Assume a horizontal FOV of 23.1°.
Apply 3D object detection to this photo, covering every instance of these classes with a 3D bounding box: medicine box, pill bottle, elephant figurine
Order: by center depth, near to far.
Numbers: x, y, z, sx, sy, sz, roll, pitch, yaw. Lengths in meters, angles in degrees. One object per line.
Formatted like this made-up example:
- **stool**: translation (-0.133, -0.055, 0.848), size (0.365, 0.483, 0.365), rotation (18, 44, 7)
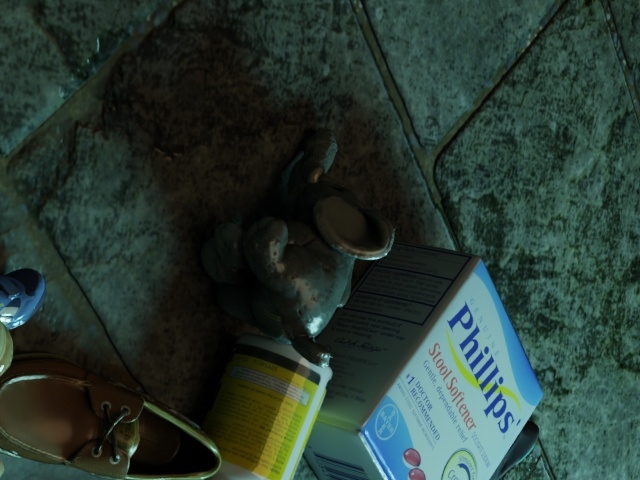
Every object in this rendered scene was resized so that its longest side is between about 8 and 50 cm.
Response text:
- **pill bottle**: translation (-0.075, 0.220, 1.759), size (0.119, 0.119, 0.208), rotation (37, 69, -46)
- **elephant figurine**: translation (0.000, 0.000, 1.761), size (0.239, 0.169, 0.186), rotation (-32, 115, -37)
- **medicine box**: translation (0.116, 0.195, 1.954), size (0.289, 0.149, 0.263), rotation (-52, 132, -28)

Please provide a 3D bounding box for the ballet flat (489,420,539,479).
- **ballet flat**: translation (0.236, 0.296, 2.176), size (0.203, 0.074, 0.074), rotation (-40, 126, -35)

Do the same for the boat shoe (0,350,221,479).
- **boat shoe**: translation (-0.222, 0.185, 1.591), size (0.307, 0.104, 0.110), rotation (20, 83, -49)

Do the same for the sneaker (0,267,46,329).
- **sneaker**: translation (-0.318, 0.056, 1.485), size (0.144, 0.053, 0.059), rotation (-32, 139, -43)

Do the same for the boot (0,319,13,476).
- **boot**: translation (-0.332, 0.153, 1.360), size (0.203, 0.262, 0.095), rotation (45, 30, -46)
